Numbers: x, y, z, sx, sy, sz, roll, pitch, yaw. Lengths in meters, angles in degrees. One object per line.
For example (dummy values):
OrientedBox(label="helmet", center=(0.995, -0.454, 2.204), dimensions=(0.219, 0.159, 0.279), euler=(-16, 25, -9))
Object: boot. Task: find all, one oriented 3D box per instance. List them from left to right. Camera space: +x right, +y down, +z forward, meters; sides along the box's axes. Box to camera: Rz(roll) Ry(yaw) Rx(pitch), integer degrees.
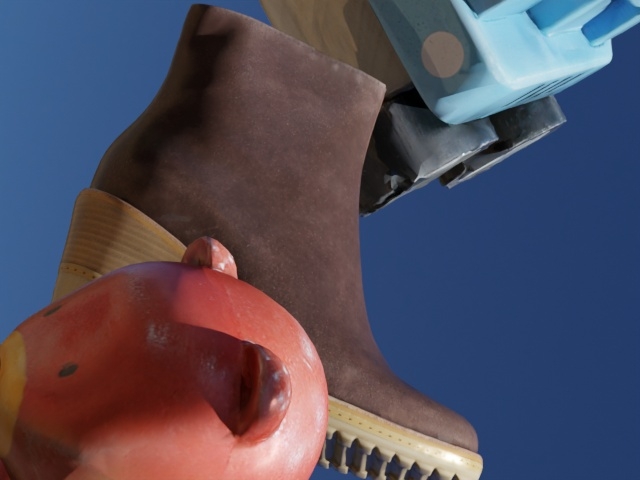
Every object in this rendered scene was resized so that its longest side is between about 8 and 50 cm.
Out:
OrientedBox(label="boot", center=(0.000, 0.000, 0.717), dimensions=(0.090, 0.248, 0.207), euler=(121, -6, -68))

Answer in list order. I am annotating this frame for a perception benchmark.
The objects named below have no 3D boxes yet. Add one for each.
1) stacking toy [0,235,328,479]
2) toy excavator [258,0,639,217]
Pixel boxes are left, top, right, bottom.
OrientedBox(label="stacking toy", center=(-0.071, 0.108, 0.305), dimensions=(0.309, 0.279, 0.130), euler=(48, -60, 47))
OrientedBox(label="toy excavator", center=(0.142, -0.207, 0.796), dimensions=(0.445, 0.433, 0.222), euler=(-31, -95, 29))
